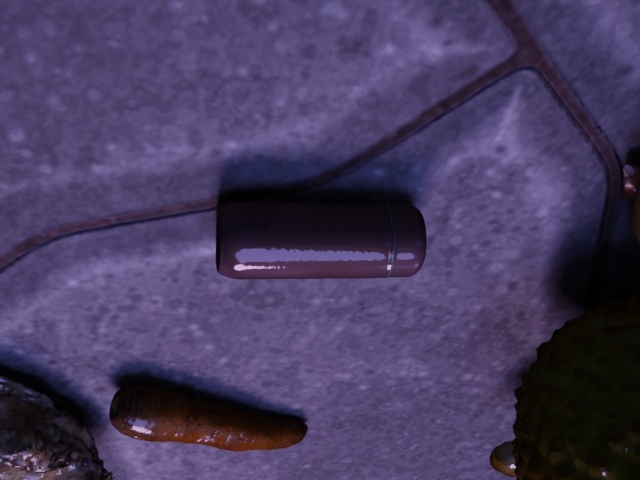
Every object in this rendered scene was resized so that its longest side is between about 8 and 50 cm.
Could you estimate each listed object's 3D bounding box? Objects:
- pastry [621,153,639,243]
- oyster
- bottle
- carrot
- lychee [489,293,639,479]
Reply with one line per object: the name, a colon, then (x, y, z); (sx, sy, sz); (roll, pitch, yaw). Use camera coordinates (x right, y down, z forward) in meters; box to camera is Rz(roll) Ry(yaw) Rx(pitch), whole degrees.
pastry: (0.325, -0.035, 0.603); (0.219, 0.100, 0.229); (9, 137, -20)
oyster: (-0.295, 0.189, 0.754); (0.260, 0.092, 0.198); (30, 122, -33)
bottle: (0.000, 0.000, 0.617); (0.140, 0.053, 0.053); (1, 138, -10)
carrot: (-0.091, 0.159, 0.790); (0.191, 0.047, 0.047); (18, 132, -30)
lychee: (0.271, 0.164, 0.693); (0.270, 0.320, 0.269); (-27, 130, -37)
